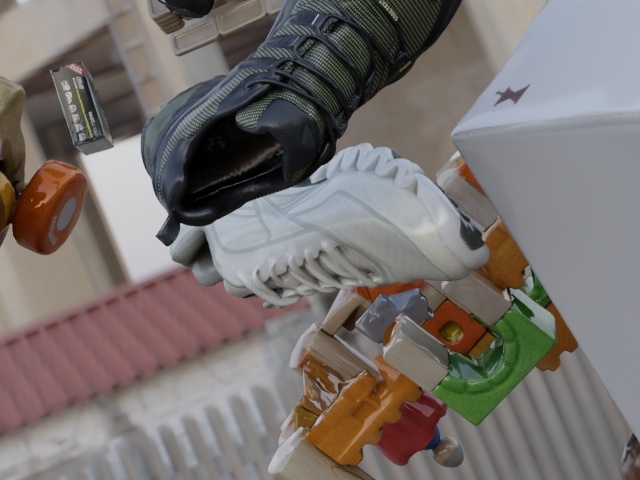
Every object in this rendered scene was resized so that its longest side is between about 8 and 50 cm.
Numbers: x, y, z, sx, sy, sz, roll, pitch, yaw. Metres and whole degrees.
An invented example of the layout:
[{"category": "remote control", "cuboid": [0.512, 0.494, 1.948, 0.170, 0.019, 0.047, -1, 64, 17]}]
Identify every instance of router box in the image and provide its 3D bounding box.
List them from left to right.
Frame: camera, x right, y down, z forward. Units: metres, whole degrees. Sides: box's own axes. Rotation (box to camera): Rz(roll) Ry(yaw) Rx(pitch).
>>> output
[{"category": "router box", "cuboid": [-0.273, -0.151, 1.866, 0.038, 0.092, 0.122, -17, -1, -2]}]

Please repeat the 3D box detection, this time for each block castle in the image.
[{"category": "block castle", "cuboid": [0.170, 0.071, 1.462, 0.453, 0.213, 0.303, -50, 12, 19]}]

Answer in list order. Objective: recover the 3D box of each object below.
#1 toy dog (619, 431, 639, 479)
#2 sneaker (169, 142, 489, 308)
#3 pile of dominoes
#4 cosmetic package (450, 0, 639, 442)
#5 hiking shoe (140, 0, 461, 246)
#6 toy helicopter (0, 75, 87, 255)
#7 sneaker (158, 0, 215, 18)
[{"category": "toy dog", "cuboid": [0.457, 0.234, 1.399, 0.408, 0.285, 0.395, -15, -29, -20]}, {"category": "sneaker", "cuboid": [0.000, 0.000, 1.100, 0.118, 0.110, 0.292, -53, 31, -17]}, {"category": "pile of dominoes", "cuboid": [-0.080, -0.319, 1.823, 0.251, 0.196, 0.040, -21, -29, 14]}, {"category": "cosmetic package", "cuboid": [0.300, 0.025, 1.052, 0.161, 0.453, 0.230, -1, 42, 49]}, {"category": "hiking shoe", "cuboid": [-0.001, -0.081, 0.877, 0.227, 0.086, 0.114, -42, 27, 15]}, {"category": "toy helicopter", "cuboid": [-0.309, -0.057, 1.276, 0.235, 0.140, 0.355, -59, -13, -30]}, {"category": "sneaker", "cuboid": [-0.131, -0.385, 1.743, 0.107, 0.283, 0.124, 9, -18, -42]}]
